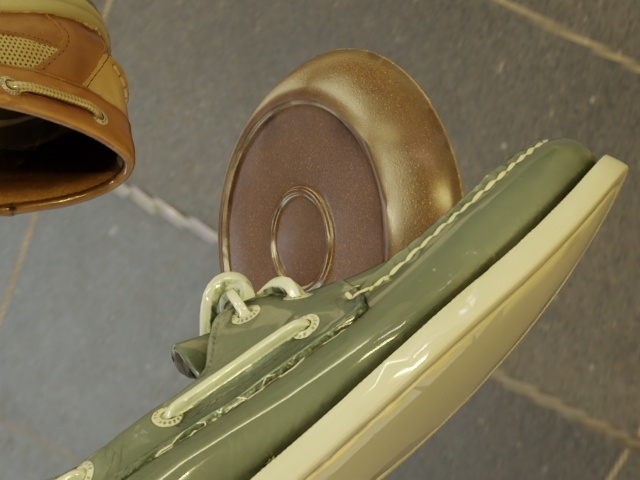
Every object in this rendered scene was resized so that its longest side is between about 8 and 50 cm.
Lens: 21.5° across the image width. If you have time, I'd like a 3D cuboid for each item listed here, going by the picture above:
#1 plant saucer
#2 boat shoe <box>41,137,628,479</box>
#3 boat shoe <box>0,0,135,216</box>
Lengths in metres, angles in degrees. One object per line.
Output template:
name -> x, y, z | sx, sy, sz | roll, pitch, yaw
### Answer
plant saucer -> 0.000, 0.000, 1.359 | 0.310, 0.050, 0.310 | 4, 95, 55
boat shoe -> -0.021, 0.053, 0.606 | 0.099, 0.319, 0.116 | 45, 165, 17
boat shoe -> -0.228, -0.055, 0.780 | 0.116, 0.324, 0.123 | 59, 143, 28
